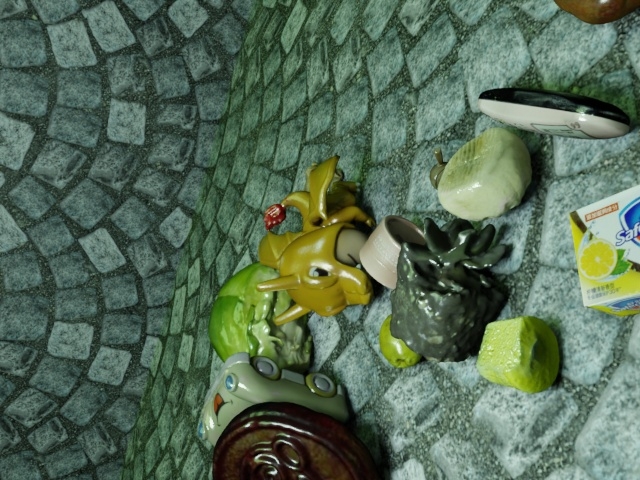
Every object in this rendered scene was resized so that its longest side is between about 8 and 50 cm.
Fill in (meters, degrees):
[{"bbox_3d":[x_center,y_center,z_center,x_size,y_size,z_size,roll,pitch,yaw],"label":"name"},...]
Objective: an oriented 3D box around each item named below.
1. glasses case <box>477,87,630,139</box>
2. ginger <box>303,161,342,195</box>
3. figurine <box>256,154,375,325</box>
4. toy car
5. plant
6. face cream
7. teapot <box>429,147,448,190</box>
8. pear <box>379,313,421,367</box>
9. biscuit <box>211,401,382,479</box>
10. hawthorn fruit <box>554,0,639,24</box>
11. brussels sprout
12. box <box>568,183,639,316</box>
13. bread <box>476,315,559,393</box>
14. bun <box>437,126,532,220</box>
[{"bbox_3d":[0.414,-0.234,1.093,0.314,0.122,0.075,34,114,59],"label":"glasses case"},{"bbox_3d":[-0.005,-0.170,1.848,0.213,0.074,0.137,28,93,56],"label":"ginger"},{"bbox_3d":[-0.014,0.023,1.587,0.401,0.268,0.387,-36,34,35],"label":"figurine"},{"bbox_3d":[-0.111,0.452,1.468,0.242,0.336,0.226,-59,22,28],"label":"toy car"},{"bbox_3d":[0.254,0.090,1.177,0.188,0.199,0.276,29,107,54],"label":"plant"},{"bbox_3d":[0.178,0.027,1.364,0.104,0.149,0.149,-56,35,30],"label":"face cream"},{"bbox_3d":[0.280,-0.163,1.329,0.085,0.110,0.080,-24,25,1],"label":"teapot"},{"bbox_3d":[0.182,0.220,1.328,0.107,0.107,0.131,-51,26,37],"label":"pear"},{"bbox_3d":[-0.062,0.553,1.344,0.407,0.407,0.091,-59,-5,29],"label":"biscuit"},{"bbox_3d":[0.481,-0.497,1.027,0.208,0.208,0.248,-53,17,35],"label":"hawthorn fruit"},{"bbox_3d":[-0.172,0.250,1.772,0.315,0.276,0.371,-38,52,30],"label":"brussels sprout"},{"bbox_3d":[0.507,-0.001,0.856,0.265,0.097,0.168,-28,56,53],"label":"box"},{"bbox_3d":[0.347,0.199,1.038,0.114,0.111,0.129,-14,48,63],"label":"bread"},{"bbox_3d":[0.333,-0.124,1.183,0.178,0.128,0.193,-27,31,46],"label":"bun"}]
